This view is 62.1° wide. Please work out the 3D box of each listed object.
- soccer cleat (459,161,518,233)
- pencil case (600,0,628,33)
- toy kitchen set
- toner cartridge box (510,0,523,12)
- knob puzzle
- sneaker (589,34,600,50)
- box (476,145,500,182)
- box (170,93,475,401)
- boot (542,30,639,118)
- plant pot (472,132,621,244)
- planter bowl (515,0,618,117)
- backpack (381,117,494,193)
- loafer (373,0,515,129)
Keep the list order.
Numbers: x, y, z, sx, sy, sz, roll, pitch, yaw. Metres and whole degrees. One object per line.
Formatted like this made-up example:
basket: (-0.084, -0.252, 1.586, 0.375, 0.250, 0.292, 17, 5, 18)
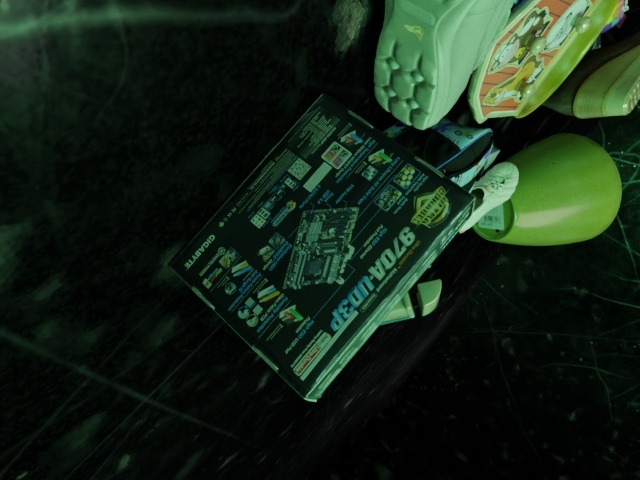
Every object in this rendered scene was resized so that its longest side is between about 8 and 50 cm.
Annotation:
soccer cleat: (0.318, -0.091, 1.019, 0.196, 0.068, 0.076, -42, 155, -16)
pencil case: (0.411, -0.396, 0.762, 0.104, 0.104, 0.236, -52, 158, 3)
toy kitchen set: (0.101, 0.072, 0.964, 0.206, 0.166, 0.122, -12, 155, 3)
toner cartridge box: (0.286, -0.384, 0.557, 0.348, 0.075, 0.165, -54, 158, 8)
knob puzzle: (0.236, -0.207, 0.589, 0.213, 0.030, 0.213, -33, 155, -18)
sneaker: (0.558, -0.402, 1.122, 0.144, 0.059, 0.053, -53, 134, -40)
box: (0.267, -0.099, 1.045, 0.145, 0.038, 0.186, -23, 147, -50)
box: (0.000, 0.000, 0.476, 0.220, 0.175, 0.051, -49, 160, -5)
boot: (0.448, -0.299, 0.875, 0.248, 0.206, 0.090, -46, 133, -18)
plant pot: (0.497, -0.096, 1.254, 0.293, 0.275, 0.275, -16, 143, -32)
planter bowl: (0.309, -0.287, 0.738, 0.217, 0.090, 0.217, -39, 159, -19)
backpack: (0.136, -0.088, 0.684, 0.173, 0.117, 0.158, -38, 155, -29)
loafer: (0.112, -0.225, 0.438, 0.111, 0.112, 0.319, -48, 167, -20)
